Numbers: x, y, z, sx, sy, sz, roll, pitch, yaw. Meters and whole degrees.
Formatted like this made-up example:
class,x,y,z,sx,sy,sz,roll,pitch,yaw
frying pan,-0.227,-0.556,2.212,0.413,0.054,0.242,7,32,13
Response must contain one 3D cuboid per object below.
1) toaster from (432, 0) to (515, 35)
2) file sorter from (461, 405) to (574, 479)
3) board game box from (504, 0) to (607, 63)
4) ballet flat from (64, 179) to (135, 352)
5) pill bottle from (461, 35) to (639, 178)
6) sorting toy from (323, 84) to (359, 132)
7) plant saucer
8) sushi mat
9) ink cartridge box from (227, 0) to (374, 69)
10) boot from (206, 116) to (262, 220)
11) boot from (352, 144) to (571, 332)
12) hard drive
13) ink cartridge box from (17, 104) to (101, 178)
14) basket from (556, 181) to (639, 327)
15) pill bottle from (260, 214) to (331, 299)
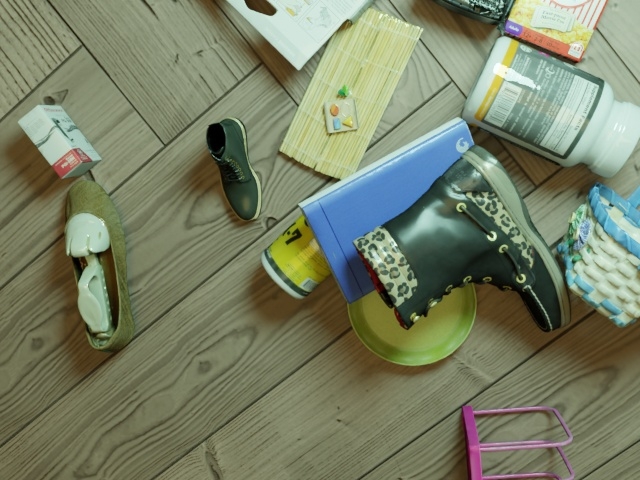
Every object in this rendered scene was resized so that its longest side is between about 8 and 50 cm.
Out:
class,x,y,z,sx,sy,sz,roll,pitch,yaw
toaster,0.271,-0.466,1.401,0.168,0.110,0.185,23,100,4
file sorter,0.364,0.469,1.483,0.182,0.202,0.290,-5,98,7
board game box,0.423,-0.428,1.420,0.147,0.045,0.193,23,100,4
ballet flat,-0.436,0.056,1.565,0.116,0.124,0.342,-5,97,8
pill bottle,0.397,-0.223,1.396,0.278,0.162,0.162,25,101,2
sorting toy,0.036,-0.242,1.495,0.062,0.012,0.083,-7,96,10
plant saucer,0.172,0.116,1.538,0.241,0.037,0.241,1,97,7
sushi mat,0.053,-0.275,1.504,0.151,0.019,0.316,26,101,4
ink cartridge box,-0.047,-0.494,1.452,0.296,0.066,0.261,45,100,3
boot,-0.168,-0.126,1.496,0.077,0.137,0.197,-15,97,10
boot,0.250,0.059,1.411,0.284,0.138,0.377,-34,114,-5
hard drive,0.145,-0.050,1.434,0.319,0.040,0.210,-29,117,-6
ink cartridge box,-0.494,-0.189,1.548,0.056,0.099,0.135,-37,93,11
basket,0.541,-0.016,1.362,0.201,0.255,0.289,40,111,-7
pill bottle,0.000,0.000,1.502,0.208,0.119,0.119,-43,91,11
